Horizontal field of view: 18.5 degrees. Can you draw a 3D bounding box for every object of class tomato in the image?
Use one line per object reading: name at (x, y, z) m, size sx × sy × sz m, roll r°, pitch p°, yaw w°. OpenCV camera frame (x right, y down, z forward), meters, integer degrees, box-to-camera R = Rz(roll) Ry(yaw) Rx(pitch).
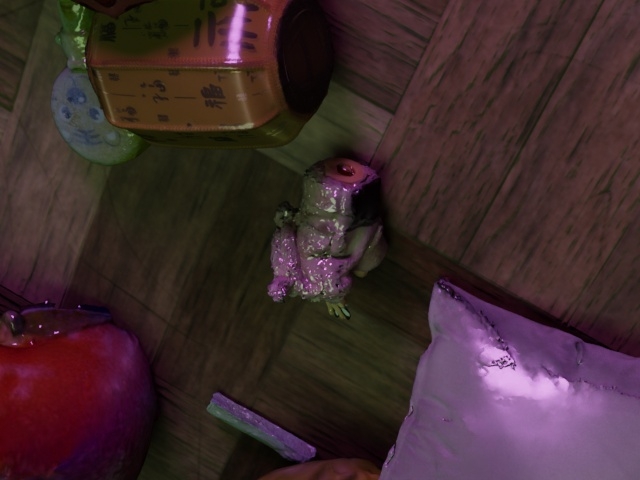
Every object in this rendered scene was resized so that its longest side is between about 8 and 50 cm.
tomato at (-0.318, 0.223, 1.954) m, size 0.335 × 0.176 × 0.289 m, roll 1°, pitch 124°, yaw -14°

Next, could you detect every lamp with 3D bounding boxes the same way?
lamp at (-0.093, -0.155, 1.652) m, size 0.185 × 0.161 × 0.161 m, roll 5°, pitch 126°, yaw 27°

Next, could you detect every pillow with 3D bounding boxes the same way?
pillow at (0.198, 0.219, 1.731) m, size 0.312 × 0.310 × 0.119 m, roll 17°, pitch 173°, yaw 16°

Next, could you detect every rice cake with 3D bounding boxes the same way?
rice cake at (-0.059, 0.191, 1.978) m, size 0.121 × 0.021 × 0.022 m, roll 29°, pitch 142°, yaw 4°

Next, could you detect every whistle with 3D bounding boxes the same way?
whistle at (-0.204, -0.162, 1.776) m, size 0.104 × 0.057 × 0.198 m, roll 5°, pitch 118°, yaw 31°

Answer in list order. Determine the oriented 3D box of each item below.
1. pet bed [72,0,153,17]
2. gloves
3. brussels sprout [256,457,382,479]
pet bed at (-0.142, -0.267, 1.575) m, size 0.201 × 0.201 × 0.053 m, roll -2°, pitch 145°, yaw 29°
gloves at (0.005, -0.006, 1.750) m, size 0.094 × 0.110 × 0.144 m, roll 27°, pitch 103°, yaw 18°
brussels sprout at (0.018, 0.375, 1.876) m, size 0.344 × 0.344 × 0.268 m, roll 25°, pitch 174°, yaw 9°
